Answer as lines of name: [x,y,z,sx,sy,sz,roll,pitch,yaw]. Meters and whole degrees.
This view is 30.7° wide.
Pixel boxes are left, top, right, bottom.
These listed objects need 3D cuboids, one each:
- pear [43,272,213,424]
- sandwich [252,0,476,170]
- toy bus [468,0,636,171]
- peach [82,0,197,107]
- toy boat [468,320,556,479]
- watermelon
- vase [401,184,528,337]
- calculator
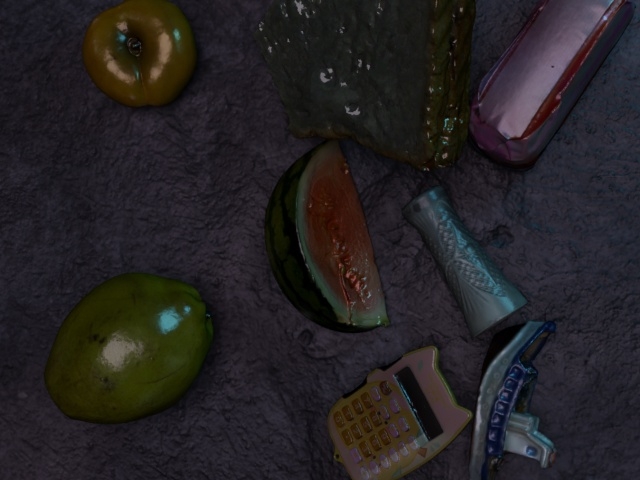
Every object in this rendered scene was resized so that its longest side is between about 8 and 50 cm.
pear: [-0.283,0.163,1.717,0.269,0.212,0.212,-30,83,0]
sandwich: [0.058,-0.261,1.653,0.325,0.131,0.262,17,115,33]
toy bus: [0.325,-0.251,1.679,0.127,0.147,0.303,35,92,14]
peach: [-0.277,-0.287,1.791,0.179,0.103,0.179,0,90,8]
toy boat: [0.287,0.240,1.668,0.115,0.114,0.262,8,85,22]
watermelon: [-0.012,0.001,1.722,0.159,0.128,0.303,-15,85,7]
vase: [0.206,0.026,1.709,0.096,0.096,0.219,-33,80,6]
calculator: [0.109,0.263,1.705,0.236,0.033,0.157,-36,68,24]
